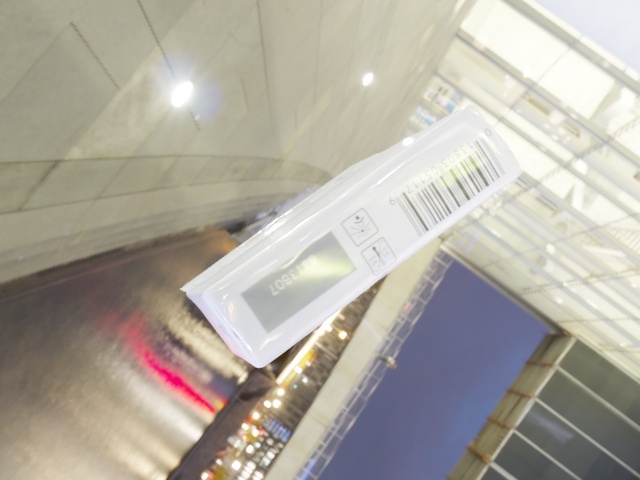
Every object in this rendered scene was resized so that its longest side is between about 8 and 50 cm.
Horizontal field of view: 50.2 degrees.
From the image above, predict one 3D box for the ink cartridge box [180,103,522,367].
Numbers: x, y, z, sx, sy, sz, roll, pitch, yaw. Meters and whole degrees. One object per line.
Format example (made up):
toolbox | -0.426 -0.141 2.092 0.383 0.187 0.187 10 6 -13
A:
ink cartridge box | 0.000 0.000 0.469 0.189 0.066 0.232 -36 -178 -14
